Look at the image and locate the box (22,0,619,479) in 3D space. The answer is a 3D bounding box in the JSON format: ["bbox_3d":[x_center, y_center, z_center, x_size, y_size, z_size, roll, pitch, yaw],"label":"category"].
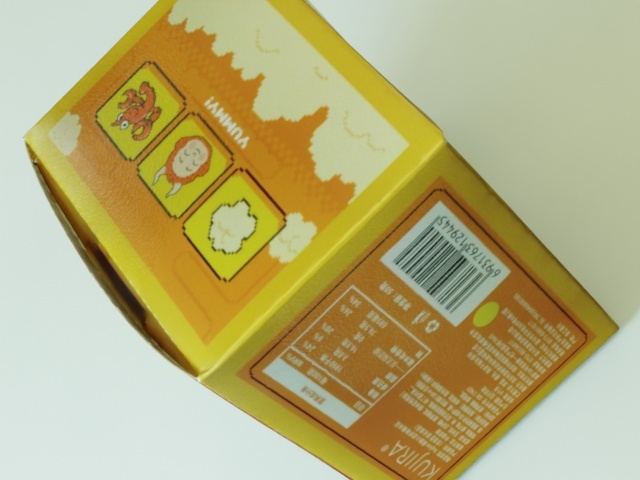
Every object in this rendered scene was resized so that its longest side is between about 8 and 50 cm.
[{"bbox_3d":[0.000,0.000,1.057,0.214,0.283,0.259,-45,50,3],"label":"box"}]
